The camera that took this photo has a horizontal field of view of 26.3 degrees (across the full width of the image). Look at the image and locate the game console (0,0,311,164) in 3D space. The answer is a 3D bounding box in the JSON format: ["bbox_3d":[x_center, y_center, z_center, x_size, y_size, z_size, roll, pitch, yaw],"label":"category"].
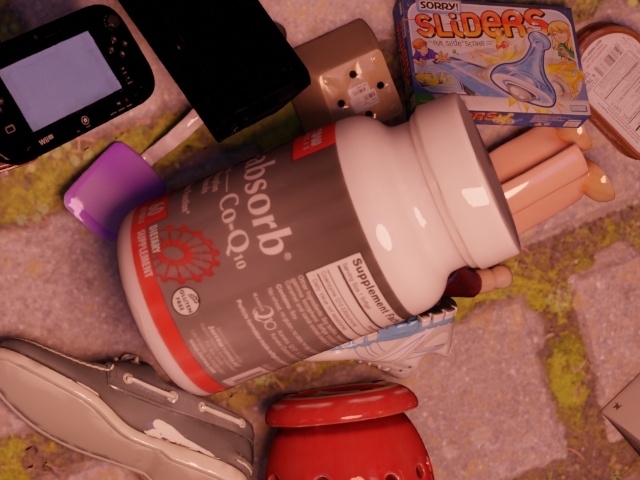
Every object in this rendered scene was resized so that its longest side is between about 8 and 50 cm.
[{"bbox_3d":[-0.181,-0.166,1.300,0.361,0.044,0.213,-34,88,-41],"label":"game console"}]

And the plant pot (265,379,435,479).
[{"bbox_3d":[0.028,0.248,1.492,0.191,0.191,0.174,-8,90,-14],"label":"plant pot"}]

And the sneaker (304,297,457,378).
[{"bbox_3d":[0.068,0.123,1.547,0.190,0.071,0.083,-11,112,-13],"label":"sneaker"}]

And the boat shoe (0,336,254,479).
[{"bbox_3d":[-0.211,0.180,1.484,0.319,0.116,0.099,30,51,-13],"label":"boat shoe"}]

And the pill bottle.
[{"bbox_3d":[0.000,0.000,1.366,0.363,0.210,0.210,-23,110,12],"label":"pill bottle"}]

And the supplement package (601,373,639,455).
[{"bbox_3d":[0.518,0.254,1.633,0.199,0.198,0.263,-43,110,-1],"label":"supplement package"}]

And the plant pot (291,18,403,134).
[{"bbox_3d":[0.029,-0.161,1.448,0.109,0.096,0.109,-25,108,-8],"label":"plant pot"}]

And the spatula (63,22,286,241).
[{"bbox_3d":[-0.142,-0.120,1.446,0.296,0.030,0.084,-44,111,-2],"label":"spatula"}]

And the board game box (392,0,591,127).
[{"bbox_3d":[0.184,-0.191,1.480,0.201,0.035,0.136,0,67,-16],"label":"board game box"}]

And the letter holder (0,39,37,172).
[{"bbox_3d":[-0.432,-0.113,1.268,0.302,0.214,0.152,-17,108,-11],"label":"letter holder"}]

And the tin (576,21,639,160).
[{"bbox_3d":[0.355,-0.167,1.571,0.189,0.040,0.106,41,95,-21],"label":"tin"}]

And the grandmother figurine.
[{"bbox_3d":[0.150,-0.021,1.518,0.342,0.104,0.208,-33,101,-9],"label":"grandmother figurine"}]
